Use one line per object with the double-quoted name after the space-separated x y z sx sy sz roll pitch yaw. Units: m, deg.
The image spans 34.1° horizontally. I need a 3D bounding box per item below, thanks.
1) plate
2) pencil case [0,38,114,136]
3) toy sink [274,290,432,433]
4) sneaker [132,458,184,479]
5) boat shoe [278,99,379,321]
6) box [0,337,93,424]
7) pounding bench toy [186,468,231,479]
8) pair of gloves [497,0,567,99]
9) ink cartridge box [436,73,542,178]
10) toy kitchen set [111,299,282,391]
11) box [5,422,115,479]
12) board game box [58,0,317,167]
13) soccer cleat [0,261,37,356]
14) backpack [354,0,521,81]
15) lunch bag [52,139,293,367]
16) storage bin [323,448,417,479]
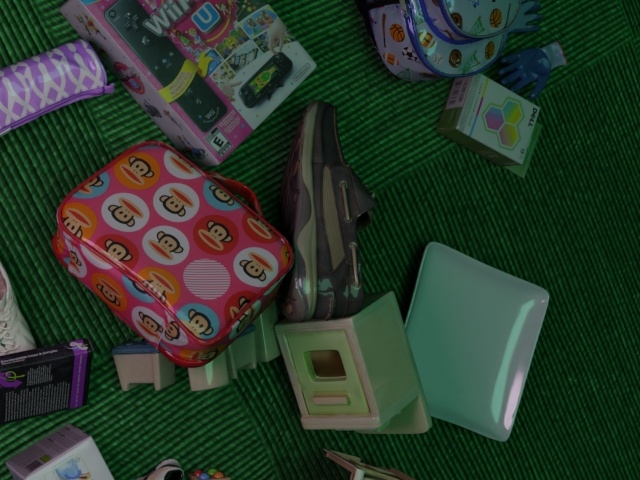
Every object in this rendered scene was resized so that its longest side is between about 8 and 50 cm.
0.242 0.173 1.769 0.277 0.045 0.278 22 81 -26 "plate"
-0.388 -0.198 1.399 0.206 0.086 0.088 -31 71 -23 "pencil case"
0.049 0.211 1.585 0.131 0.152 0.234 -29 107 -49 "toy sink"
-0.245 0.358 1.513 0.109 0.043 0.040 -38 110 -20 "sneaker"
0.013 -0.040 1.549 0.130 0.132 0.356 8 66 -13 "boat shoe"
-0.391 0.193 1.404 0.162 0.029 0.116 -10 136 -29 "box"
-0.153 0.375 1.557 0.083 0.052 0.065 2 89 -28 "pounding bench toy"
0.347 -0.344 1.812 0.159 0.023 0.198 -26 93 -27 "pair of gloves"
0.308 -0.195 1.787 0.209 0.062 0.109 25 79 -27 "ink cartridge box"
-0.181 0.135 1.534 0.207 0.166 0.122 -19 103 -64 "toy kitchen set"
-0.328 0.370 1.428 0.103 0.114 0.203 -31 105 -26 "box"
-0.186 -0.290 1.503 0.224 0.097 0.303 -48 110 -19 "board game box"
-0.429 0.099 1.390 0.068 0.076 0.196 -24 102 -26 "soccer cleat"
0.194 -0.386 1.652 0.276 0.213 0.264 -19 111 -29 "backpack"
-0.190 0.001 1.428 0.293 0.120 0.258 40 55 8 "lunch bag"
0.048 0.464 1.556 0.123 0.260 0.262 15 83 -10 "storage bin"
